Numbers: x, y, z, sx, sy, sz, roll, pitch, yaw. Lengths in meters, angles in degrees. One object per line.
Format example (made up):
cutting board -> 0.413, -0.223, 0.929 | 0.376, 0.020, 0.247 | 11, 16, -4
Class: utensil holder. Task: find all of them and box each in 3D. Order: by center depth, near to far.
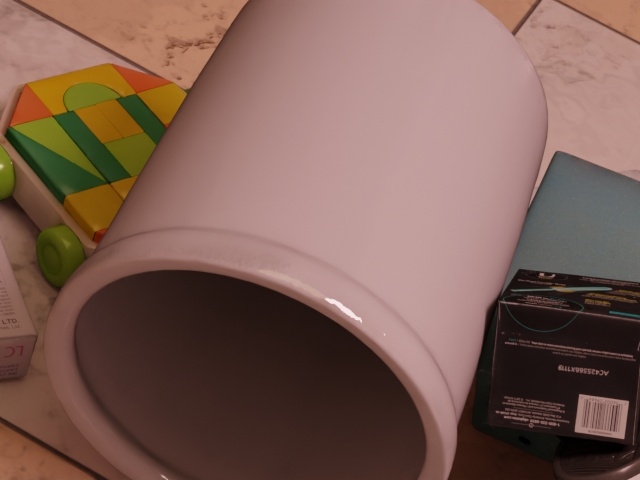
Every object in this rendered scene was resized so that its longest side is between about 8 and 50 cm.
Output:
utensil holder -> 0.000, 0.000, 1.564 | 0.328, 0.327, 0.385 | 23, 50, 2

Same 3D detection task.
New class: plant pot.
plant pot -> 0.236, 0.077, 1.733 | 0.165, 0.165, 0.234 | 23, 57, 16

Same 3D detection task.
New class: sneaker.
sneaker -> 0.279, 0.229, 1.585 | 0.124, 0.178, 0.295 | -8, 5, 29

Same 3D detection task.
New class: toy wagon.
toy wagon -> -0.151, -0.034, 1.779 | 0.267, 0.068, 0.344 | -20, 55, -38

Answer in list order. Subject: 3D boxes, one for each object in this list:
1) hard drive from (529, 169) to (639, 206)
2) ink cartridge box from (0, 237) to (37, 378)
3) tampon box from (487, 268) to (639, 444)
hard drive -> 0.331, 0.055, 1.913 | 0.203, 0.040, 0.307 | -11, 49, -32
ink cartridge box -> -0.378, -0.003, 1.651 | 0.186, 0.065, 0.311 | -4, 49, -27
tampon box -> 0.206, 0.090, 1.544 | 0.120, 0.101, 0.161 | 7, 10, 11
